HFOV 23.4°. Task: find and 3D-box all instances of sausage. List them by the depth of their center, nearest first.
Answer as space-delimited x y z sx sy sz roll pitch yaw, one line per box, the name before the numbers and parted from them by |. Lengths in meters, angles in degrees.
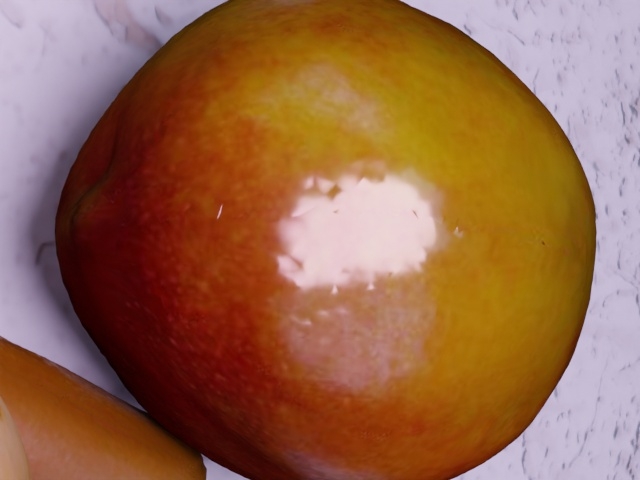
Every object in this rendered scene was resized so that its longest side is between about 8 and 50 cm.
sausage | -0.183 0.118 0.909 0.274 0.105 0.105 33 70 -33

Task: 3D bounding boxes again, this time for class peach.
peach | 0.000 0.000 0.939 0.332 0.308 0.307 11 82 -32

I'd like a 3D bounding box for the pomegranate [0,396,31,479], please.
pomegranate | -0.312 0.155 0.652 0.411 0.411 0.411 1 88 -38
